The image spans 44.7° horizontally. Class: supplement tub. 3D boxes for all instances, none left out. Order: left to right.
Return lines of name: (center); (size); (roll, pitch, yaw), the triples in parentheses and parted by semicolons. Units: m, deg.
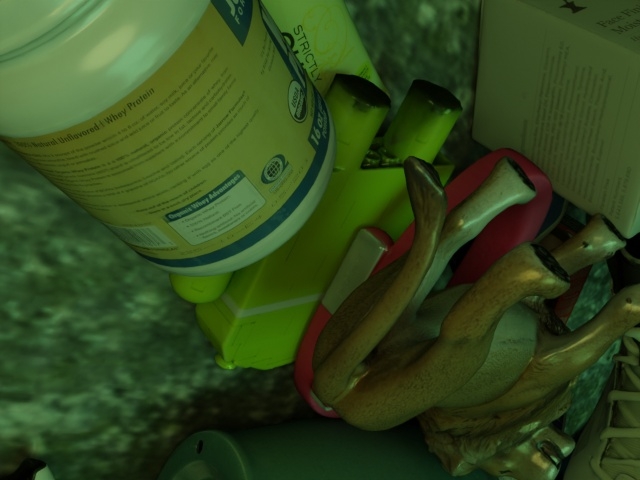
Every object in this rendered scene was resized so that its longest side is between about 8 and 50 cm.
supplement tub: (-0.091, -0.084, 0.400); (0.144, 0.144, 0.199); (-45, 141, -5)

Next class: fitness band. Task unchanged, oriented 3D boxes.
fitness band: (0.087, 0.048, 0.658); (0.209, 0.054, 0.290); (-12, 139, -43)

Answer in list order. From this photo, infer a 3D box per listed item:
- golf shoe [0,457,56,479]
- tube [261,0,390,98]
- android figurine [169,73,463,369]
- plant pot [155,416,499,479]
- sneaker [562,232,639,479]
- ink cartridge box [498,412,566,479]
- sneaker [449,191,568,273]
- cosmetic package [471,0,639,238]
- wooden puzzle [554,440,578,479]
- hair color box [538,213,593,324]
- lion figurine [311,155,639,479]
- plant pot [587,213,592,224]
golf shoe: (-0.274, 0.210, 0.536); (0.198, 0.077, 0.093); (-16, 120, -42)
tube: (-0.014, -0.140, 0.496); (0.070, 0.062, 0.240); (-8, 147, 15)
android figurine: (0.000, 0.000, 0.596); (0.248, 0.056, 0.272); (-10, 138, -45)
plant pot: (-0.012, 0.277, 0.692); (0.255, 0.271, 0.271); (22, 106, -33)
sneaker: (0.277, 0.124, 0.685); (0.257, 0.169, 0.447); (39, 73, -37)
ink cartridge box: (0.175, 0.293, 0.906); (0.330, 0.071, 0.324); (-61, 165, 13)
sneaker: (0.185, -0.020, 0.769); (0.152, 0.058, 0.085); (-53, 149, 15)
cosmetic package: (0.242, -0.131, 0.633); (0.151, 0.184, 0.151); (-27, 137, -23)
wooden puzzle: (0.521, 0.414, 1.415); (0.348, 0.080, 0.322); (-30, 137, -14)
hair color box: (0.253, 0.042, 0.871); (0.043, 0.072, 0.141); (-10, 126, -37)
lion figurine: (0.095, 0.076, 0.539); (0.240, 0.142, 0.392); (-41, 141, 23)
plant pot: (0.487, -0.059, 0.906); (0.290, 0.195, 0.290); (-23, 134, -27)
